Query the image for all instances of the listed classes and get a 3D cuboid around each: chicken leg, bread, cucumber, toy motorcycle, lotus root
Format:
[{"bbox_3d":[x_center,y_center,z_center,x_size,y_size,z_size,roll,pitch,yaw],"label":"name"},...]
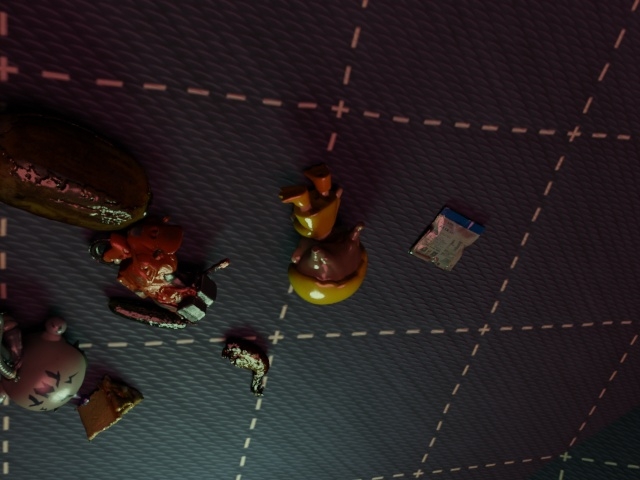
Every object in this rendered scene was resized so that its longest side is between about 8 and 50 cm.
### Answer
[{"bbox_3d":[-0.196,0.358,1.995,0.106,0.051,0.253,-22,131,1],"label":"chicken leg"},{"bbox_3d":[-0.557,0.458,1.888,0.147,0.127,0.152,-41,146,9],"label":"bread"},{"bbox_3d":[-0.430,0.184,1.767,0.214,0.052,0.058,16,88,-30],"label":"cucumber"},{"bbox_3d":[-0.366,0.065,1.659,0.221,0.148,0.325,-25,132,26],"label":"toy motorcycle"},{"bbox_3d":[-0.522,-0.138,1.399,0.397,0.196,0.179,20,142,-38],"label":"lotus root"}]

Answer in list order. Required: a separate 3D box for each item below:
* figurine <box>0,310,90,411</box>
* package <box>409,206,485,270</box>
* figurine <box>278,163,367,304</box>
[{"bbox_3d":[-0.709,0.279,1.638,0.261,0.186,0.382,-37,134,14],"label":"figurine"},{"bbox_3d":[0.359,0.000,1.979,0.171,0.027,0.173,25,112,-31],"label":"package"},{"bbox_3d":[0.000,0.000,1.739,0.215,0.187,0.344,-28,125,-17],"label":"figurine"}]
